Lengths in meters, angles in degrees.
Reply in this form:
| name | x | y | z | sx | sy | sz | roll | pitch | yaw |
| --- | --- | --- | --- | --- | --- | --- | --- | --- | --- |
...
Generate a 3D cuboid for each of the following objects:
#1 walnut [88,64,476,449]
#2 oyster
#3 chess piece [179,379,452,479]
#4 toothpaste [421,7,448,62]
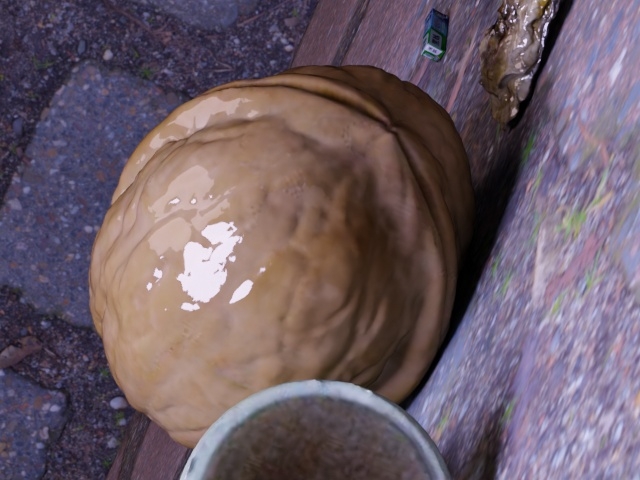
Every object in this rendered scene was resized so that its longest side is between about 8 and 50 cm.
| name | x | y | z | sx | sy | sz | roll | pitch | yaw |
| --- | --- | --- | --- | --- | --- | --- | --- | --- | --- |
| walnut | -0.027 | 0.011 | 1.395 | 0.313 | 0.277 | 0.252 | -53 | 53 | 40 |
| oyster | 0.155 | -0.172 | 1.451 | 0.108 | 0.053 | 0.166 | -58 | -13 | -70 |
| chess piece | -0.004 | 0.200 | 1.215 | 0.298 | 0.176 | 0.176 | 91 | -161 | -73 |
| toothpaste | 0.117 | -0.210 | 1.929 | 0.017 | 0.020 | 0.083 | -58 | 11 | 31 |
